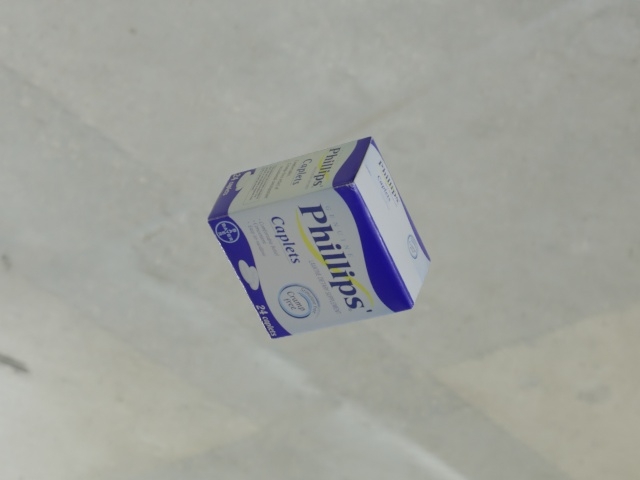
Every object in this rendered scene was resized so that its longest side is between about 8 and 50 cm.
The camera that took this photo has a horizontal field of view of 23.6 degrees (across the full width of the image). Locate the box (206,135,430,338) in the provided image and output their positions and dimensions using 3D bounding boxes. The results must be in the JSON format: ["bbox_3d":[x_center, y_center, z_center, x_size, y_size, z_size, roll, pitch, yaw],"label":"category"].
[{"bbox_3d":[0.000,0.000,1.246,0.137,0.072,0.126,-15,118,26],"label":"box"}]
